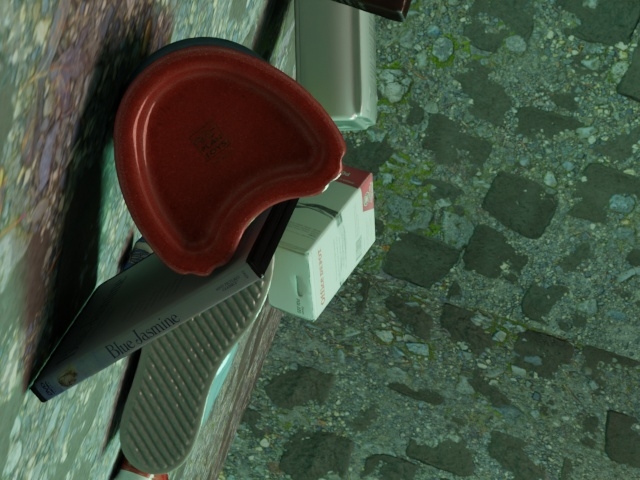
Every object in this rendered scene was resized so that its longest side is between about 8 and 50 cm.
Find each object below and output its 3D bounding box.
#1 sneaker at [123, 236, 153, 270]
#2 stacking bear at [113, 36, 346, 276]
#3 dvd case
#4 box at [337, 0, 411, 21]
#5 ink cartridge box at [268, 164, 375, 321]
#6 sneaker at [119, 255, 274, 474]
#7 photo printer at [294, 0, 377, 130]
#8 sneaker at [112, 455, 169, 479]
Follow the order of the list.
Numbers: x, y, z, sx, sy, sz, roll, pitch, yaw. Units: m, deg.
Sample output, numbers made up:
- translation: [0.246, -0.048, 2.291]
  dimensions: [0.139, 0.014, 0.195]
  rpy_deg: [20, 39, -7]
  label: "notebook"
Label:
- translation: [-0.195, 0.058, 1.456]
  dimensions: [0.135, 0.052, 0.058]
  rpy_deg: [95, 21, -44]
  label: "sneaker"
- translation: [-0.098, -0.100, 1.201]
  dimensions: [0.175, 0.164, 0.289]
  rpy_deg: [-37, -168, 2]
  label: "stacking bear"
- translation: [-0.131, 0.036, 1.199]
  dimensions: [0.253, 0.022, 0.180]
  rpy_deg: [-30, -161, 25]
  label: "dvd case"
- translation: [0.012, -0.330, 1.359]
  dimensions: [0.167, 0.203, 0.168]
  rpy_deg: [-48, 155, -82]
  label: "box"
- translation: [0.000, 0.000, 2.212]
  dimensions: [0.218, 0.092, 0.158]
  rpy_deg: [-53, 151, -40]
  label: "ink cartridge box"
- translation: [-0.161, 0.108, 1.728]
  dimensions: [0.150, 0.135, 0.366]
  rpy_deg: [-91, -153, -75]
  label: "sneaker"
- translation: [0.022, -0.317, 1.966]
  dimensions: [0.256, 0.107, 0.307]
  rpy_deg: [-19, 108, -83]
  label: "photo printer"
- translation: [-0.230, 0.309, 1.941]
  dimensions: [0.221, 0.087, 0.128]
  rpy_deg: [102, 7, -75]
  label: "sneaker"
